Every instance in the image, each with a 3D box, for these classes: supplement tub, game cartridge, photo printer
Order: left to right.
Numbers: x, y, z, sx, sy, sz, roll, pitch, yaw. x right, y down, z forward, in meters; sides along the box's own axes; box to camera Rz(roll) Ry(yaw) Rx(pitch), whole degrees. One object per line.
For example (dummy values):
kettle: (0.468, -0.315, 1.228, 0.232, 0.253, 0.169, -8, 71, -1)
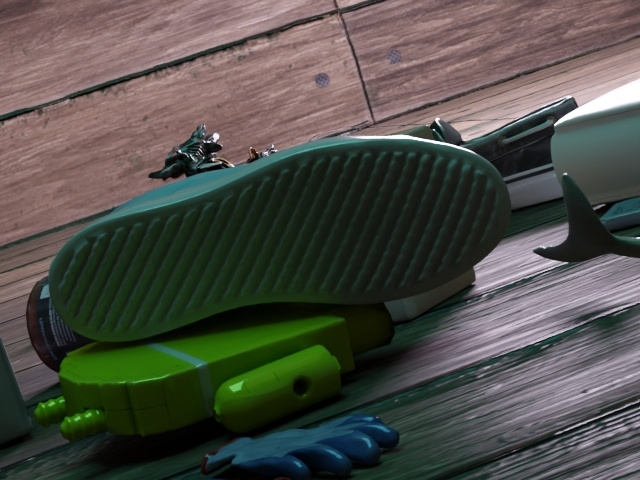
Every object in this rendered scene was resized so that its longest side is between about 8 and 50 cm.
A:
supplement tub: (-0.183, 0.066, 1.807, 0.198, 0.106, 0.106, -13, 8, 28)
game cartridge: (0.295, -0.027, 1.723, 0.056, 0.017, 0.083, -18, 6, 25)
photo printer: (0.418, -0.128, 1.827, 0.307, 0.107, 0.256, -11, 9, 43)

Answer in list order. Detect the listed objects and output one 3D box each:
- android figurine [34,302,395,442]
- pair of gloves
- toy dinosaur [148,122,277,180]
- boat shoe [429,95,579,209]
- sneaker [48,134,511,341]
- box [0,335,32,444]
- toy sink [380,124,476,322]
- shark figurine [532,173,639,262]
android figurine: (-0.087, 0.097, 1.434, 0.273, 0.056, 0.248, -19, 14, -26)
pair of gloves: (-0.052, 0.152, 1.157, 0.159, 0.023, 0.198, -13, 7, 45)
toy dinosaur: (-0.126, -0.062, 2.541, 0.322, 0.164, 0.218, 3, 12, -33)
boat shoe: (0.148, -0.081, 2.071, 0.335, 0.119, 0.121, -16, 7, 14)
sneaker: (-0.031, -0.018, 1.471, 0.366, 0.135, 0.150, -9, 14, 8)
box: (-0.347, 0.097, 1.638, 0.119, 0.182, 0.181, -20, 7, -14)
toy sink: (0.000, 0.000, 1.680, 0.234, 0.153, 0.131, -13, 8, 37)
shark figurine: (0.322, -0.029, 1.477, 0.278, 0.166, 0.116, -36, -17, -6)
